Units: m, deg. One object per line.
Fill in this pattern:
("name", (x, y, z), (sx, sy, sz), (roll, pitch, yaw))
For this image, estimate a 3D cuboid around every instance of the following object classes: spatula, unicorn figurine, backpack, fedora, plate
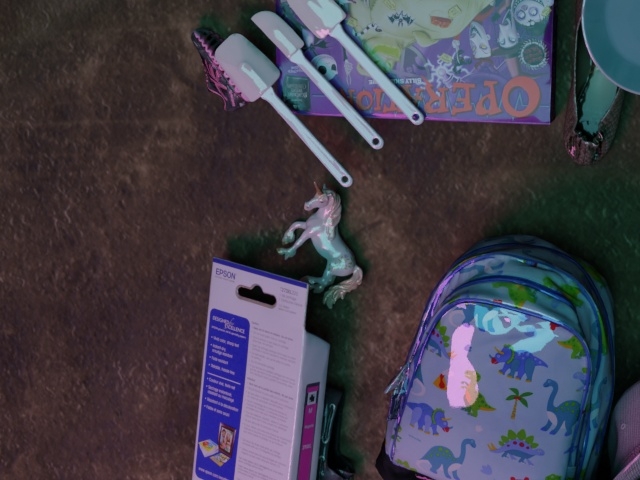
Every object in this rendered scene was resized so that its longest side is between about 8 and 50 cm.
("spatula", (-0.001, -0.193, 1.790), (0.168, 0.019, 0.242), (-42, 90, 17))
("unicorn figurine", (0.000, 0.000, 1.870), (0.111, 0.060, 0.162), (-31, 110, 22))
("backpack", (0.226, 0.171, 1.755), (0.290, 0.273, 0.356), (21, 98, 17))
("fedora", (0.425, 0.239, 1.732), (0.275, 0.243, 0.124), (-61, 39, 40))
("plate", (0.388, -0.260, 1.666), (0.188, 0.024, 0.188), (-1, 103, -6))

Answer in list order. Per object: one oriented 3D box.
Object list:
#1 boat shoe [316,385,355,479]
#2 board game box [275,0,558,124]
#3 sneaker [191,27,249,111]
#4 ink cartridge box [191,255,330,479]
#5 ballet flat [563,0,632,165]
("boat shoe", (0.009, 0.301, 1.935), (0.076, 0.080, 0.229), (1, 97, 19))
("board game box", (0.114, -0.252, 1.770), (0.346, 0.056, 0.208), (3, 109, 17))
("sneaker", (-0.133, -0.216, 1.860), (0.057, 0.047, 0.119), (-36, 90, 34))
("ink cartridge box", (-0.080, 0.216, 1.897), (0.175, 0.069, 0.371), (14, 105, 40))
("ballet flat", (0.328, -0.208, 1.705), (0.084, 0.058, 0.250), (12, 107, 13))
